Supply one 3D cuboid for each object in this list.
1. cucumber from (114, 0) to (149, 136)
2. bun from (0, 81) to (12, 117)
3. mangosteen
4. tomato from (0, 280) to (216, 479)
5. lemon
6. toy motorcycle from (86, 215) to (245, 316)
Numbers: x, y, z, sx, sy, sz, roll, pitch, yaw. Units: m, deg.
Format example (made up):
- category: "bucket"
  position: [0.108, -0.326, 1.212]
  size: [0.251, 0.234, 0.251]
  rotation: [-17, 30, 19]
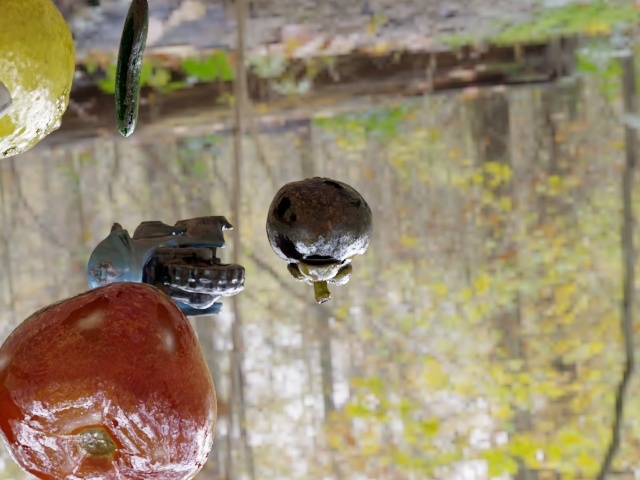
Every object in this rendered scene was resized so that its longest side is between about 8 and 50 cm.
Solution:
- category: "cucumber"
  position: [-0.243, -0.224, 1.824]
  size: [0.036, 0.184, 0.033]
  rotation: [6, -165, -9]
- category: "bun"
  position: [-0.394, -0.134, 1.474]
  size: [0.138, 0.094, 0.138]
  rotation: [-38, -169, 9]
- category: "mangosteen"
  position: [0.000, 0.000, 1.702]
  size: [0.137, 0.151, 0.137]
  rotation: [-1, 176, 0]
- category: "tomato"
  position: [-0.260, 0.179, 1.757]
  size: [0.299, 0.298, 0.226]
  rotation: [-2, -140, 15]
- category: "lemon"
  position: [-0.422, -0.222, 1.705]
  size: [0.245, 0.245, 0.320]
  rotation: [0, 149, 33]
- category: "toy motorcycle"
  position: [-0.259, 0.040, 2.257]
  size: [0.232, 0.172, 0.416]
  rotation: [2, -176, -13]
